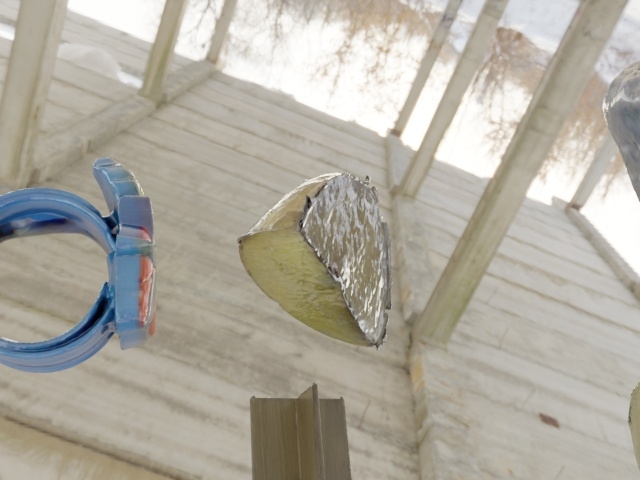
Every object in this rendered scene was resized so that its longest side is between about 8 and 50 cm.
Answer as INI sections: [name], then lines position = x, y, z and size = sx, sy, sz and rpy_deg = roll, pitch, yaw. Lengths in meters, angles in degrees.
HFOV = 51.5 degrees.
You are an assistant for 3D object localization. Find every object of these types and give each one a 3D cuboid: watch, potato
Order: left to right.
[watch]
position = -0.372, 0.021, 0.936
size = 0.274, 0.241, 0.305
rpy_deg = -5, -109, -17
[potato]
position = 0.000, 0.000, 0.657
size = 0.098, 0.243, 0.138
rpy_deg = 3, -122, 24

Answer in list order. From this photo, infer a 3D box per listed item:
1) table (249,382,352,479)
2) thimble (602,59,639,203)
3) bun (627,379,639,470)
[table]
position = -0.022, 0.310, 0.845
size = 0.167, 0.167, 0.227
rpy_deg = 11, -121, -27
[thimble]
position = 0.312, -0.072, 0.447
size = 0.172, 0.205, 0.236
rpy_deg = 66, -158, -11
[bun]
position = 0.492, 0.182, 0.668
size = 0.234, 0.362, 0.326
rpy_deg = 42, -132, -30
